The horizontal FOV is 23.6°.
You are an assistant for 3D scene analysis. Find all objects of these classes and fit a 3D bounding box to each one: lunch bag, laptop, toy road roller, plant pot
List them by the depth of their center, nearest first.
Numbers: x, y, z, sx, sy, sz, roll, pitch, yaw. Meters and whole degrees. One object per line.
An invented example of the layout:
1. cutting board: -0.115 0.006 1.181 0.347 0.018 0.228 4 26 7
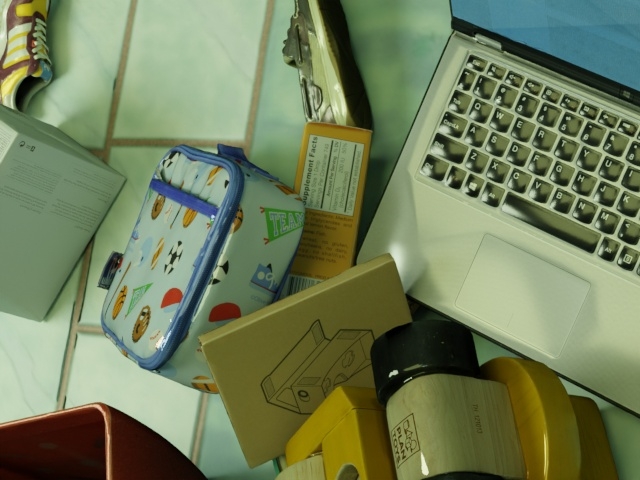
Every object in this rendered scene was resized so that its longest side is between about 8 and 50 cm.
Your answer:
1. laptop: 0.213 -0.083 1.316 0.382 0.236 0.408 27 100 26
2. toy road roller: 0.123 0.234 1.400 0.329 0.240 0.203 -49 40 45
3. plant pot: -0.243 0.330 1.567 0.267 0.235 0.267 -14 70 29
4. lunch bag: -0.128 0.016 1.587 0.243 0.115 0.303 -68 22 2

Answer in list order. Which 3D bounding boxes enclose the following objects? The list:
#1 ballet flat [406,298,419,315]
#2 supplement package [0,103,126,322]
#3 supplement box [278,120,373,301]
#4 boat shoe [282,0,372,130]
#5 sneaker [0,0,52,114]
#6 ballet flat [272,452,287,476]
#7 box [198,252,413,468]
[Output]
1. ballet flat: 0.083 0.030 1.548 0.206 0.067 0.073 -48 59 12
2. supplement package: -0.376 -0.042 1.771 0.149 0.194 0.203 34 95 34
3. supplement box: 0.000 0.000 1.566 0.080 0.078 0.233 12 70 0
4. boat shoe: -0.007 -0.206 1.659 0.073 0.080 0.224 -22 71 20
5. sneaker: -0.358 -0.236 1.894 0.083 0.069 0.186 24 96 25
6. ballet flat: -0.030 0.137 1.587 0.086 0.086 0.248 -27 64 23
7. box: -0.002 0.118 1.481 0.201 0.164 0.021 -24 33 -9
